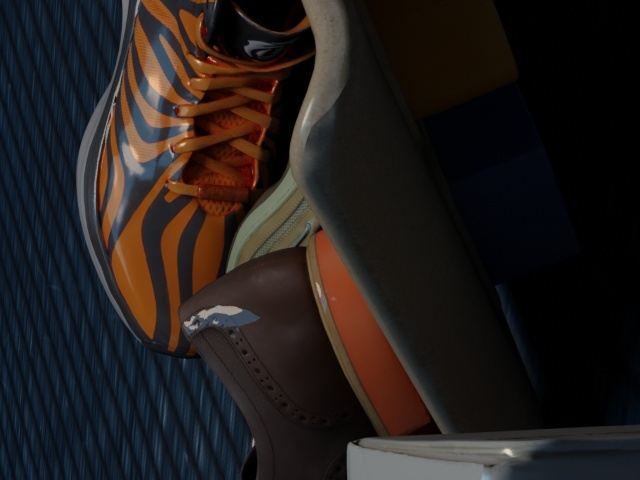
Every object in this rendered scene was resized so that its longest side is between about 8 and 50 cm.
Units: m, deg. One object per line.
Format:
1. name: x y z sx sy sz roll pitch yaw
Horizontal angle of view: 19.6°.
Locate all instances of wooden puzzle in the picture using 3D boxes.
1. wooden puzzle: 0.035 -0.106 0.806 0.322 0.080 0.348 60 -165 -56

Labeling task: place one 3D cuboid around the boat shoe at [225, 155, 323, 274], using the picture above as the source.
1. boat shoe: 0.000 0.000 1.049 0.072 0.068 0.190 60 143 29

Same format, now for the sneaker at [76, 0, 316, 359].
1. sneaker: -0.063 -0.085 1.111 0.180 0.124 0.321 -177 88 -67

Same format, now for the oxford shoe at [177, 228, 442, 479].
1. oxford shoe: 0.018 0.114 0.855 0.097 0.098 0.271 -92 -17 -62

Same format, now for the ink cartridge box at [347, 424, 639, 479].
1. ink cartridge box: 0.118 0.196 0.614 0.114 0.197 0.273 177 93 -66
